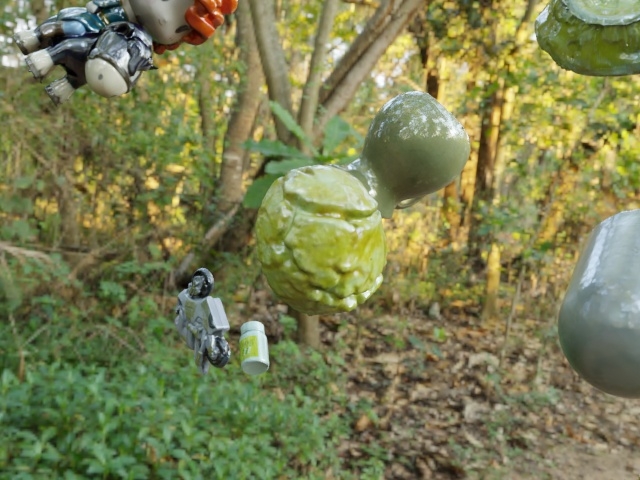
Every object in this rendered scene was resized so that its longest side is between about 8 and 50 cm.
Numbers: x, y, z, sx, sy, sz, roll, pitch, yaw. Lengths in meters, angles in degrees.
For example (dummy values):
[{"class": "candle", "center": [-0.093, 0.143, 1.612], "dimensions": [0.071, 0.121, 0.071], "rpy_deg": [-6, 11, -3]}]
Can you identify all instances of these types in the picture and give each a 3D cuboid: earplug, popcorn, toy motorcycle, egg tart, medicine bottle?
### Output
[{"class": "earplug", "center": [0.693, 0.159, 1.686], "dimensions": [0.312, 0.313, 0.394], "rpy_deg": [8, 37, 32]}, {"class": "popcorn", "center": [0.000, 0.000, 1.115], "dimensions": [0.183, 0.221, 0.204], "rpy_deg": [-12, -2, 44]}, {"class": "toy motorcycle", "center": [-0.268, 0.183, 1.668], "dimensions": [0.073, 0.225, 0.152], "rpy_deg": [3, -25, -47]}, {"class": "egg tart", "center": [0.350, -0.271, 0.888], "dimensions": [0.197, 0.197, 0.078], "rpy_deg": [8, -27, 25]}, {"class": "medicine bottle", "center": [-0.112, 0.180, 1.270], "dimensions": [0.047, 0.047, 0.083], "rpy_deg": [6, 46, -17]}]

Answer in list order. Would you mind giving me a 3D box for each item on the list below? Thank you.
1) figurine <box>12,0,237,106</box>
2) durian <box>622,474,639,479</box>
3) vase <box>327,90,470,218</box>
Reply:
[{"class": "figurine", "center": [-0.361, -0.406, 1.397], "dimensions": [0.306, 0.412, 0.241], "rpy_deg": [8, -41, 41]}, {"class": "durian", "center": [0.535, 0.512, 1.355], "dimensions": [0.305, 0.196, 0.185], "rpy_deg": [-6, 34, -34]}, {"class": "vase", "center": [0.204, -0.174, 1.817], "dimensions": [0.241, 0.302, 0.329], "rpy_deg": [49, 5, 30]}]
